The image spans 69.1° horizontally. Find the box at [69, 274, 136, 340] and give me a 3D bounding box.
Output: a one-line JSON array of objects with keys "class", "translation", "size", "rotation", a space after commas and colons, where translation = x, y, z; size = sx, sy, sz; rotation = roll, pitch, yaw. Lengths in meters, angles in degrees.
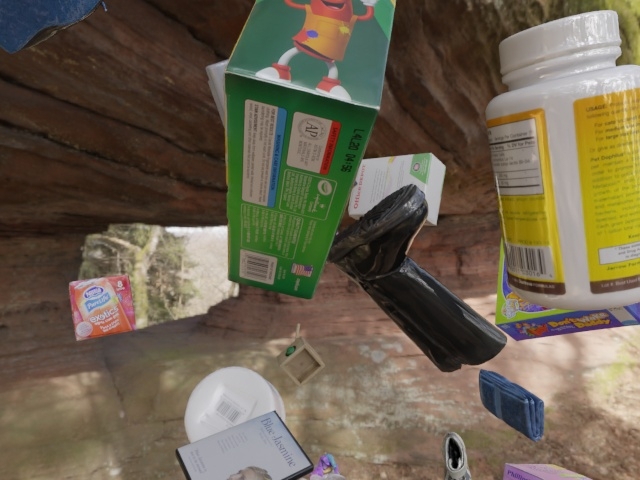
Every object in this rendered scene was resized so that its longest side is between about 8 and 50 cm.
[{"class": "box", "translation": [-0.517, 0.151, 1.093], "size": [0.122, 0.128, 0.257], "rotation": [-8, -1, -28]}]

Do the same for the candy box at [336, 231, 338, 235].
[{"class": "candy box", "translation": [0.000, 0.000, 1.606], "size": [0.071, 0.159, 0.233], "rotation": [-2, -8, -13]}]

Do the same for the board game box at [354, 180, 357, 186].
[{"class": "board game box", "translation": [-0.035, -0.092, 1.073], "size": [0.194, 0.060, 0.194], "rotation": [-38, 14, -12]}]

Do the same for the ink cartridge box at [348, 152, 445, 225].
[{"class": "ink cartridge box", "translation": [0.186, -0.123, 1.155], "size": [0.212, 0.154, 0.093], "rotation": [3, -13, 39]}]

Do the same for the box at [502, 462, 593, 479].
[{"class": "box", "translation": [0.536, 0.679, 1.111], "size": [0.213, 0.243, 0.117], "rotation": [19, -13, -32]}]

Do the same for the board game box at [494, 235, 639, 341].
[{"class": "board game box", "translation": [0.480, 0.012, 0.919], "size": [0.078, 0.347, 0.233], "rotation": [35, -36, -24]}]

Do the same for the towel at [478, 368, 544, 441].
[{"class": "towel", "translation": [0.278, 0.242, 0.690], "size": [0.029, 0.067, 0.119], "rotation": [-8, 7, -17]}]

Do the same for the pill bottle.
[{"class": "pill bottle", "translation": [0.203, -0.061, 0.379], "size": [0.117, 0.215, 0.117], "rotation": [-11, 9, 2]}]

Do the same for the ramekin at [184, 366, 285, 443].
[{"class": "ramekin", "translation": [-0.241, 0.490, 1.296], "size": [0.277, 0.277, 0.135], "rotation": [2, -33, 4]}]

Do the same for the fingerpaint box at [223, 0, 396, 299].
[{"class": "fingerpaint box", "translation": [-0.017, -0.175, 0.710], "size": [0.163, 0.371, 0.445], "rotation": [13, -33, -3]}]

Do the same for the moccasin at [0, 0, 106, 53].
[{"class": "moccasin", "translation": [-0.488, -0.455, 0.840], "size": [0.341, 0.138, 0.117], "rotation": [-4, 40, 29]}]

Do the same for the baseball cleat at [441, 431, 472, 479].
[{"class": "baseball cleat", "translation": [0.307, 0.545, 1.047], "size": [0.072, 0.206, 0.109], "rotation": [-15, -21, 13]}]

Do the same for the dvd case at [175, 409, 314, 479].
[{"class": "dvd case", "translation": [-0.164, 0.482, 1.019], "size": [0.253, 0.022, 0.180], "rotation": [-9, 32, -35]}]

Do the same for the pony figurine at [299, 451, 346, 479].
[{"class": "pony figurine", "translation": [-0.003, 0.814, 1.350], "size": [0.302, 0.364, 0.351], "rotation": [-32, -32, 20]}]

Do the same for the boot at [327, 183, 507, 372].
[{"class": "boot", "translation": [0.250, 0.111, 1.049], "size": [0.146, 0.445, 0.367], "rotation": [-47, 6, -27]}]

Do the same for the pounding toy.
[{"class": "pounding toy", "translation": [-0.071, 0.382, 1.555], "size": [0.130, 0.141, 0.100], "rotation": [-40, 17, -4]}]

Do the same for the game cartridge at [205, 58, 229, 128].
[{"class": "game cartridge", "translation": [-0.089, -0.320, 1.011], "size": [0.297, 0.198, 0.062], "rotation": [-35, 28, -32]}]
